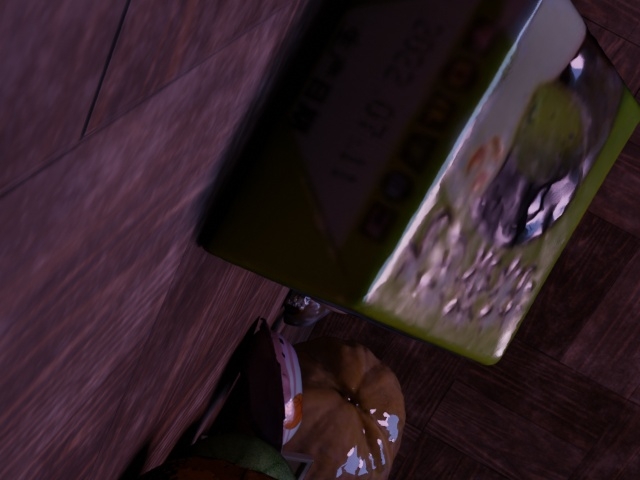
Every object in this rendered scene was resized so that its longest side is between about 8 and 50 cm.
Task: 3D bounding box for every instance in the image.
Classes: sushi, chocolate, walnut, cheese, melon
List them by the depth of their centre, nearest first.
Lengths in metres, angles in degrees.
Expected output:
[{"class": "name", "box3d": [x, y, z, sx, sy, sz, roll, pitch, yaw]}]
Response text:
[{"class": "chocolate", "box3d": [0.098, -0.058, 0.812, 0.289, 0.137, 0.301, -60, 146, 3]}, {"class": "melon", "box3d": [-0.117, 0.340, 1.392, 0.182, 0.182, 0.288, -60, 177, -12]}, {"class": "cheese", "box3d": [-0.076, 0.203, 1.501, 0.286, 0.074, 0.189, 151, -65, -78]}, {"class": "sushi", "box3d": [-0.033, 0.101, 1.773, 0.046, 0.044, 0.083, -63, 174, 12]}, {"class": "walnut", "box3d": [-0.019, 0.324, 1.810, 0.306, 0.306, 0.344, -58, 179, -42]}, {"class": "chocolate", "box3d": [0.015, 0.079, 1.966, 0.157, 0.080, 0.254, -62, 176, 11]}]

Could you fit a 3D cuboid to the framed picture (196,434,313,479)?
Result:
[{"class": "framed picture", "box3d": [-0.139, 0.400, 1.641, 0.016, 0.184, 0.250, -104, -147, -52]}]

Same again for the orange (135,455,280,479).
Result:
[{"class": "orange", "box3d": [-0.098, 0.318, 1.058, 0.182, 0.234, 0.234, -83, -165, -50]}]

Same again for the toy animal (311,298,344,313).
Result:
[{"class": "toy animal", "box3d": [0.056, -0.018, 1.225, 0.250, 0.166, 0.154, -48, 178, -44]}]
